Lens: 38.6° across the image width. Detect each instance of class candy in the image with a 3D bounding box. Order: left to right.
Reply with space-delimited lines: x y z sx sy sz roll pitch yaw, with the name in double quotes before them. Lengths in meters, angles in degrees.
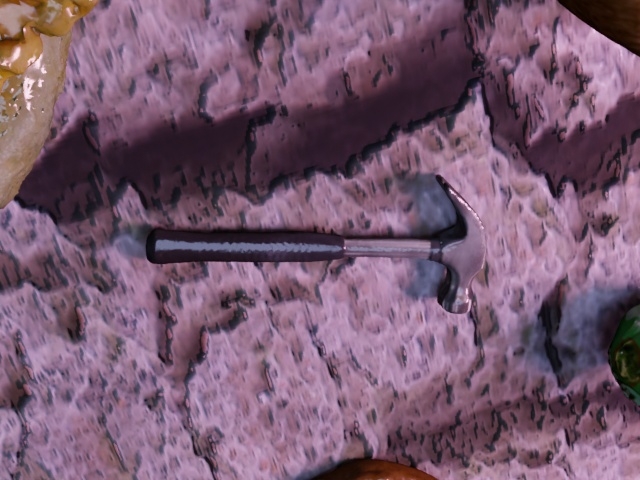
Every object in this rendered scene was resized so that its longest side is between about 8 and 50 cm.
"candy" 0.373 0.032 0.731 0.323 0.097 0.097 -30 117 -7

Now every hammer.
"hammer" 0.000 0.000 0.656 0.246 0.029 0.103 2 114 -11

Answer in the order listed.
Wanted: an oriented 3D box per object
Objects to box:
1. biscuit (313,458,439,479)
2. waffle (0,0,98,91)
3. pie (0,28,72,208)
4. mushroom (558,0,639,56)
"biscuit" 0.039 0.319 0.798 0.257 0.049 0.273 22 109 -20
"waffle" -0.229 -0.188 0.445 0.291 0.051 0.291 -4 109 -11
"pie" -0.299 -0.134 0.510 0.323 0.070 0.323 -4 109 -11
"mushroom" 0.243 -0.242 0.455 0.345 0.259 0.345 -11 110 -33
